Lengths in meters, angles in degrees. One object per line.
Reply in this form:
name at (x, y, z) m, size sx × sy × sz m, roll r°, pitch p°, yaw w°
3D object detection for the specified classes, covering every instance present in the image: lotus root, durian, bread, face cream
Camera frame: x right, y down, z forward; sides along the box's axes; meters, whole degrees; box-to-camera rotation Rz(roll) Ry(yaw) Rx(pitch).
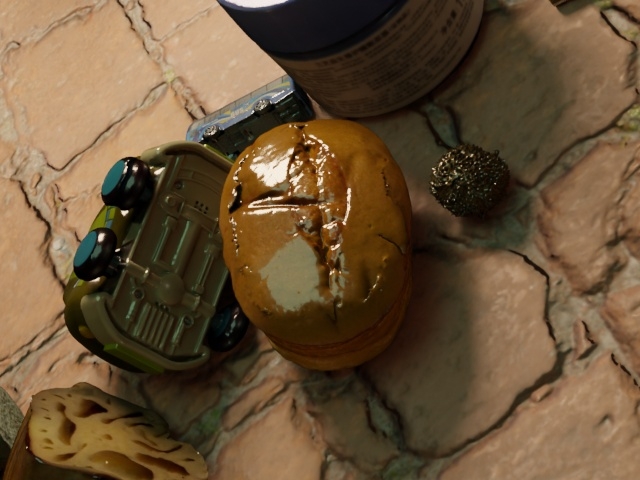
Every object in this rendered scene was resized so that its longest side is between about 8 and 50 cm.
lotus root at (-0.227, 0.269, 1.642) m, size 0.188 × 0.199 × 0.180 m, roll -91°, pitch 17°, yaw -72°
durian at (0.154, -0.063, 1.657) m, size 0.080 × 0.080 × 0.091 m, roll 14°, pitch 52°, yaw 39°
bread at (0.000, 0.000, 1.644) m, size 0.196 × 0.142 × 0.269 m, roll -9°, pitch 59°, yaw 6°
face cream at (0.029, -0.287, 1.781) m, size 0.249 × 0.225 × 0.249 m, roll -18°, pitch 50°, yaw 23°

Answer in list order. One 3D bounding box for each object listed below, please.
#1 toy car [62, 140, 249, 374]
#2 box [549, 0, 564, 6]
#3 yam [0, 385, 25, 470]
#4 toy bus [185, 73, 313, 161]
toy car at (-0.190, 0.023, 1.764) m, size 0.198 × 0.204 × 0.247 m, roll -11°, pitch 54°, yaw 55°
box at (0.327, -0.336, 1.753) m, size 0.198 × 0.029 × 0.109 m, roll -23°, pitch 50°, yaw 18°
yam at (-0.449, 0.247, 1.822) m, size 0.259 × 0.106 × 0.106 m, roll -24°, pitch 50°, yaw 16°
toy bus at (-0.084, -0.136, 1.875) m, size 0.153 × 0.051 × 0.061 m, roll -25°, pitch 37°, yaw 17°
